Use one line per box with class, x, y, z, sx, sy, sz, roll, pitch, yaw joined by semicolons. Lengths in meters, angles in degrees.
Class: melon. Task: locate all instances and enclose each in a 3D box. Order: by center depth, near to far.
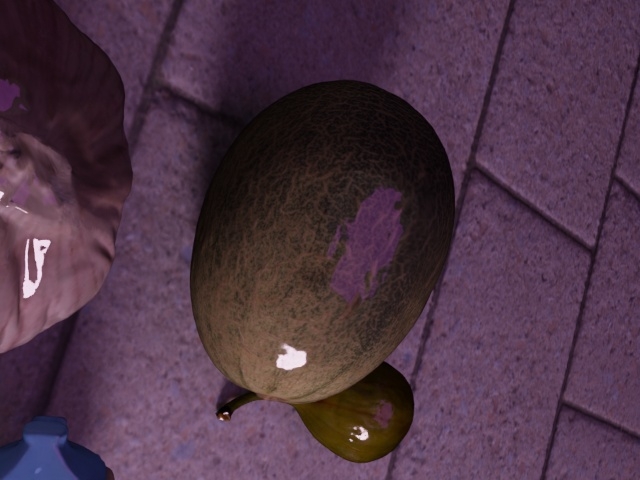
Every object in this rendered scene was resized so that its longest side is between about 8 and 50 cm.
melon;0.000;0.000;0.971;0.249;0.249;0.329;33;77;-44

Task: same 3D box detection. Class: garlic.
garlic;-0.271;-0.046;0.660;0.318;0.260;0.317;-2;92;-51

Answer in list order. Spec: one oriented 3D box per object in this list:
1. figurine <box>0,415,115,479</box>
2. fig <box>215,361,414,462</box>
figurine;-0.233;0.251;0.791;0.154;0.180;0.261;-3;105;-41
fig;-0.009;0.187;1.101;0.237;0.124;0.124;6;90;-23
